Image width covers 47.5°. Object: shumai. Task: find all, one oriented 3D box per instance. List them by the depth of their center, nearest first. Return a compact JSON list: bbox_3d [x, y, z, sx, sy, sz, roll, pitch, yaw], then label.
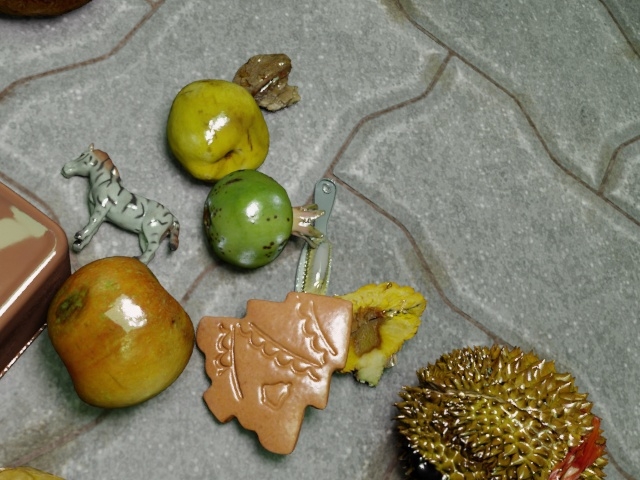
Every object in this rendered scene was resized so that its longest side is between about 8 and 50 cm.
[{"bbox_3d":[-0.118,-0.318,1.503,0.123,0.105,0.139,20,41,37],"label":"shumai"}]

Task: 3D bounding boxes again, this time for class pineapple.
[{"bbox_3d":[0.086,0.177,1.378,0.249,0.140,0.164,-31,125,-2],"label":"pineapple"}]

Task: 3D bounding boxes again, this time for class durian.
[{"bbox_3d":[0.321,0.359,1.274,0.384,0.347,0.348,43,61,-14],"label":"durian"}]

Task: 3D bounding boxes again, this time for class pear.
[{"bbox_3d":[-0.196,-0.209,1.369,0.199,0.200,0.200,7,68,-18],"label":"pear"}]

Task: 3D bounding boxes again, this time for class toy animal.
[{"bbox_3d":[-0.374,-0.046,1.291,0.255,0.090,0.170,44,58,-3],"label":"toy animal"}]

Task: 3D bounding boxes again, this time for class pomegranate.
[{"bbox_3d":[-0.103,-0.036,1.342,0.224,0.181,0.182,5,68,-29],"label":"pomegranate"}]

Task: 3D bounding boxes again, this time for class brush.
[{"bbox_3d":[0.000,0.000,1.429,0.068,0.060,0.297,14,66,-13],"label":"brush"}]

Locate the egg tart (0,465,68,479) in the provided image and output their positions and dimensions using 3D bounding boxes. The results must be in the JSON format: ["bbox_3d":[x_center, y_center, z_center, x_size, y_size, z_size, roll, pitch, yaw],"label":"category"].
[{"bbox_3d":[-0.425,0.472,1.022,0.294,0.116,0.295,32,38,-30],"label":"egg tart"}]

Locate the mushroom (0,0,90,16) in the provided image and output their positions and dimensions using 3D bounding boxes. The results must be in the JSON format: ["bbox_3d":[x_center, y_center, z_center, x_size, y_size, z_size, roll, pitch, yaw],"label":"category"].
[{"bbox_3d":[-0.557,-0.560,1.360,0.344,0.239,0.346,0,80,-1],"label":"mushroom"}]

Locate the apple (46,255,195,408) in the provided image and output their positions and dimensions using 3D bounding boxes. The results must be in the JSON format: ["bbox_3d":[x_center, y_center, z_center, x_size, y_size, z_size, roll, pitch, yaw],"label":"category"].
[{"bbox_3d":[-0.321,0.150,1.157,0.207,0.237,0.237,-38,86,-14],"label":"apple"}]

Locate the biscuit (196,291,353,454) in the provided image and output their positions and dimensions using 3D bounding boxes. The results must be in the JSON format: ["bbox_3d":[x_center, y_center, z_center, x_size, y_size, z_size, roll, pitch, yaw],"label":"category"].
[{"bbox_3d":[-0.068,0.198,1.263,0.306,0.043,0.284,-38,72,-3],"label":"biscuit"}]

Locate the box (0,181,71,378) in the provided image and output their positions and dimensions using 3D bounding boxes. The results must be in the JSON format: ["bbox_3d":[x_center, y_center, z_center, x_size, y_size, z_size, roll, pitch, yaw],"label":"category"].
[{"bbox_3d":[-0.556,0.084,1.088,0.239,0.229,0.339,36,61,-3],"label":"box"}]
